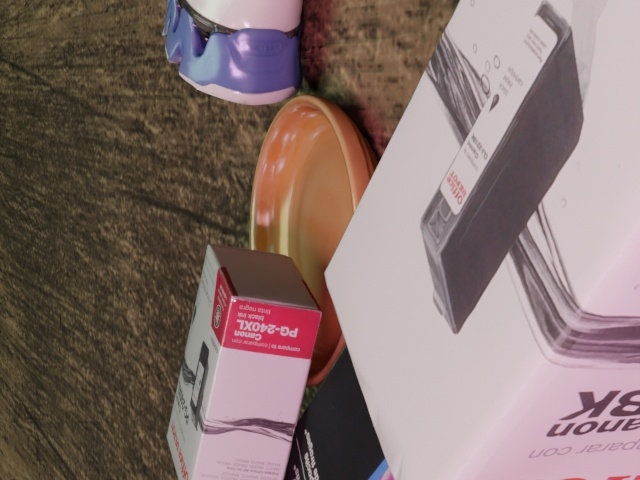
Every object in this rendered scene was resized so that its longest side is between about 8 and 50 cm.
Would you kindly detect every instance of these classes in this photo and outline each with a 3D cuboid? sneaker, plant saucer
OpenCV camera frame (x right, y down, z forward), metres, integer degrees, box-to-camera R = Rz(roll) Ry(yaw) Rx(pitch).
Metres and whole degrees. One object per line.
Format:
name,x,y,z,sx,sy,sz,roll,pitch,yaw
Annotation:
sneaker,-0.073,-0.264,1.020,0.315,0.127,0.182,59,139,40
plant saucer,0.000,0.000,0.936,0.200,0.037,0.200,179,90,-68

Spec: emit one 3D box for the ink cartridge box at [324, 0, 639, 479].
ink cartridge box,0.141,-0.031,0.392,0.273,0.197,0.114,116,146,-47

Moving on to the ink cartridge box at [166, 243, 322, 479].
ink cartridge box,-0.054,0.093,0.898,0.109,0.063,0.151,-126,47,-68

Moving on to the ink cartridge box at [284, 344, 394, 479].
ink cartridge box,0.037,0.174,0.826,0.371,0.069,0.176,115,146,-50
